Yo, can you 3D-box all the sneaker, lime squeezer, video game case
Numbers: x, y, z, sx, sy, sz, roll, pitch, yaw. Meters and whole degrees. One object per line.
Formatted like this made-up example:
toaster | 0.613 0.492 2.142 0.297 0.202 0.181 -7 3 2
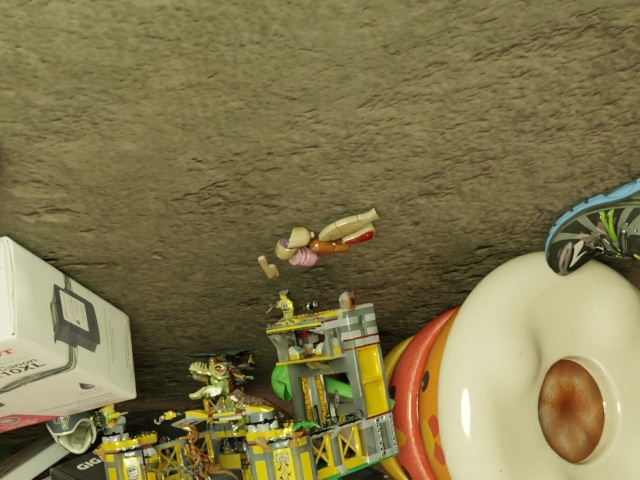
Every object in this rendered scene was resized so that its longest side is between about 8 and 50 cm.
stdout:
sneaker | -0.302 0.222 1.329 0.064 0.086 0.192 -9 156 -3
lime squeezer | -0.006 0.189 1.346 0.059 0.110 0.310 -45 -177 -18
sneaker | 0.302 -0.007 1.082 0.067 0.078 0.188 13 147 -42
video game case | -0.432 0.309 1.419 0.206 0.026 0.227 -21 -176 22

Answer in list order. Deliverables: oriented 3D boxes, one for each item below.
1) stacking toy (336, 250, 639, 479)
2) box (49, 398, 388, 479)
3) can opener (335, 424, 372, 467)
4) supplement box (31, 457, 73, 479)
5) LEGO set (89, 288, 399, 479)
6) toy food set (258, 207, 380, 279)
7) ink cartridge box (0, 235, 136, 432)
stacking toy | 0.170 0.219 1.333 0.350 0.351 0.480 4 167 -31
box | -0.119 0.305 1.311 0.293 0.073 0.295 19 -161 33
can opener | 0.086 0.333 1.751 0.074 0.093 0.280 -26 157 30
supplement box | -0.348 0.359 1.440 0.073 0.130 0.239 -21 -177 -28
LEGO set | -0.084 0.157 1.144 0.255 0.192 0.331 -7 176 -42
toy food set | 0.000 0.000 1.049 0.122 0.019 0.078 -20 156 2
ink cartridge box | -0.306 0.099 1.035 0.172 0.100 0.237 -16 155 11
